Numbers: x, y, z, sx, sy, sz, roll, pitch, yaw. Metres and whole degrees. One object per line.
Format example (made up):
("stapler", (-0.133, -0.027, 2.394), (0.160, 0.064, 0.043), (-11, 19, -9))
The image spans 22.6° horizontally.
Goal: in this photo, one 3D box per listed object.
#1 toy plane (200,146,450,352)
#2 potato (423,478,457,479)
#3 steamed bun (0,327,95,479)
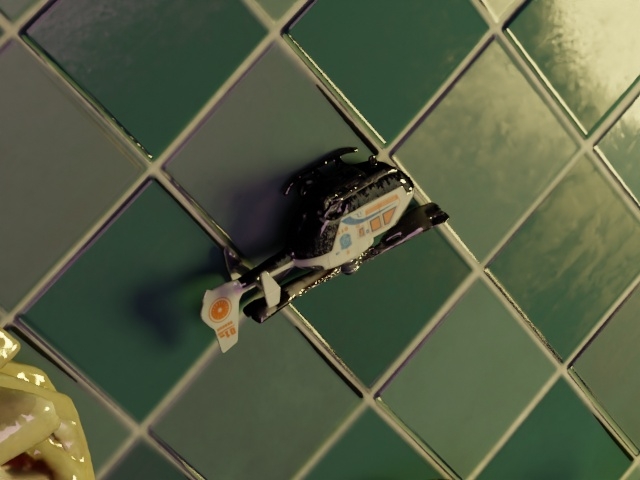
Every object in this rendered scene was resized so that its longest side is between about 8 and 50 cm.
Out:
("toy plane", (-0.001, 0.000, 1.084), (0.197, 0.053, 0.078), (-33, 127, -22))
("potato", (0.105, 0.264, 1.148), (0.137, 0.200, 0.154), (-28, 136, -61))
("steamed bun", (-0.299, 0.124, 0.884), (0.428, 0.189, 0.247), (3, 96, -29))
